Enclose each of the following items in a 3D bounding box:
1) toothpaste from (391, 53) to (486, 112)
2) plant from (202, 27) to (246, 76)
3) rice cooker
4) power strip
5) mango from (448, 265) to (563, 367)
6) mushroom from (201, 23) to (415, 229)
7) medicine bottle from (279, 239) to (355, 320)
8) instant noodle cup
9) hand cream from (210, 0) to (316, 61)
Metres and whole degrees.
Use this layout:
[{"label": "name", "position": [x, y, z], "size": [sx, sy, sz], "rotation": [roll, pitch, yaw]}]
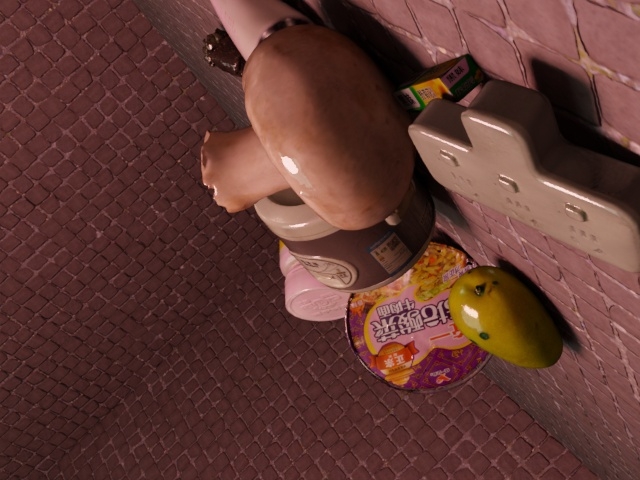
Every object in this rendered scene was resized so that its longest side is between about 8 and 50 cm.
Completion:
[{"label": "toothpaste", "position": [0.131, -0.178, 0.833], "size": [0.037, 0.043, 0.178], "rotation": [47, 177, -12]}, {"label": "plant", "position": [-0.224, -0.446, 1.725], "size": [0.143, 0.094, 0.092], "rotation": [39, -175, 29]}, {"label": "rice cooker", "position": [0.045, -0.072, 1.285], "size": [0.288, 0.288, 0.277], "rotation": [43, 175, 48]}, {"label": "power strip", "position": [0.197, -0.075, 0.701], "size": [0.265, 0.059, 0.193], "rotation": [31, 169, 38]}, {"label": "mango", "position": [0.352, 0.153, 1.340], "size": [0.293, 0.143, 0.175], "rotation": [37, -175, -35]}, {"label": "mushroom", "position": [-0.020, -0.132, 1.006], "size": [0.297, 0.290, 0.297], "rotation": [50, -162, -22]}, {"label": "medicine bottle", "position": [0.000, 0.000, 1.863], "size": [0.213, 0.214, 0.378], "rotation": [50, -149, -52]}, {"label": "instant noodle cup", "position": [0.221, 0.146, 1.650], "size": [0.340, 0.340, 0.266], "rotation": [46, -172, -5]}, {"label": "hand cream", "position": [-0.112, -0.370, 1.205], "size": [0.185, 0.118, 0.358], "rotation": [44, -173, -43]}]
